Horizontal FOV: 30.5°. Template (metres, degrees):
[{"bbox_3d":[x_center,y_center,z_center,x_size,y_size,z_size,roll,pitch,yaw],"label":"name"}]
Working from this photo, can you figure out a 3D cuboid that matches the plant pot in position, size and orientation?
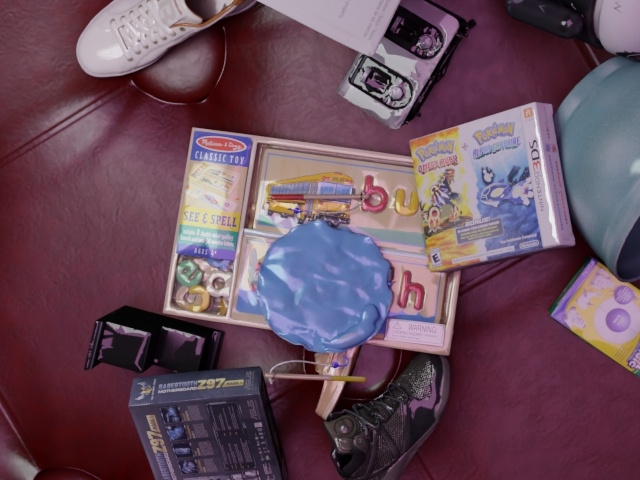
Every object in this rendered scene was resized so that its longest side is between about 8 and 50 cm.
[{"bbox_3d":[0.418,-0.118,1.530,0.293,0.293,0.196,-48,63,8],"label":"plant pot"}]

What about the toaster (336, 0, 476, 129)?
[{"bbox_3d":[0.117,-0.249,1.587,0.110,0.185,0.168,32,105,4],"label":"toaster"}]

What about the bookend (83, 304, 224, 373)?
[{"bbox_3d":[-0.231,0.154,1.660,0.157,0.156,0.072,14,96,3],"label":"bookend"}]

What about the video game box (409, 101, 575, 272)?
[{"bbox_3d":[0.221,-0.066,1.538,0.205,0.048,0.187,-15,78,40],"label":"video game box"}]

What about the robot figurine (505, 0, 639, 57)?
[{"bbox_3d":[0.351,-0.344,1.517,0.278,0.173,0.209,35,98,34],"label":"robot figurine"}]

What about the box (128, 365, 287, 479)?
[{"bbox_3d":[-0.153,0.282,1.655,0.183,0.059,0.233,-7,128,6],"label":"box"}]

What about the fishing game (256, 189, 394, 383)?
[{"bbox_3d":[0.007,0.063,1.598,0.189,0.041,0.264,-2,78,-4],"label":"fishing game"}]

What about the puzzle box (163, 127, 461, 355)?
[{"bbox_3d":[0.000,0.000,1.650,0.409,0.052,0.272,7,84,5],"label":"puzzle box"}]

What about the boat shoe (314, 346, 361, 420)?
[{"bbox_3d":[0.020,0.172,1.687,0.059,0.063,0.170,20,86,8],"label":"boat shoe"}]

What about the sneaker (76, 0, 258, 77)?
[{"bbox_3d":[-0.223,-0.318,1.634,0.290,0.123,0.106,-27,94,9],"label":"sneaker"}]

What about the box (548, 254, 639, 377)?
[{"bbox_3d":[0.423,0.114,1.650,0.179,0.043,0.105,34,97,0],"label":"box"}]

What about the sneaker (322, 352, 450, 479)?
[{"bbox_3d":[0.090,0.245,1.650,0.130,0.087,0.227,25,102,-39],"label":"sneaker"}]

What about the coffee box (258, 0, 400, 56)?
[{"bbox_3d":[-0.028,-0.478,1.434,0.338,0.334,0.338,23,108,-12],"label":"coffee box"}]
